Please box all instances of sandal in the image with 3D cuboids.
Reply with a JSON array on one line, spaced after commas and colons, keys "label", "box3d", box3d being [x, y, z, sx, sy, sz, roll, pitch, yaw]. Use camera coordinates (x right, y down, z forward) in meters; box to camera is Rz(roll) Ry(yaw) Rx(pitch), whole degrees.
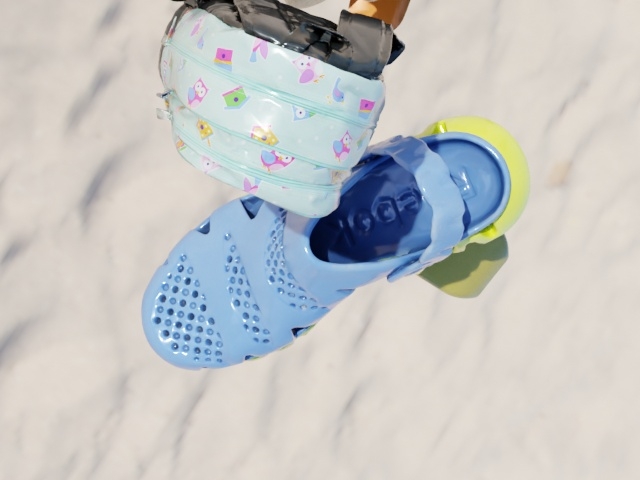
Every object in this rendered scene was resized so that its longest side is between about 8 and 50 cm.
[{"label": "sandal", "box3d": [0.000, 0.000, 1.433, 0.317, 0.126, 0.138, -30, 178, 12]}]

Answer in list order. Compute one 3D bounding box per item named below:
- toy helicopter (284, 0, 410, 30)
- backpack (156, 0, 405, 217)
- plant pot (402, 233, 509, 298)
[{"label": "toy helicopter", "box3d": [0.102, -0.291, 1.443, 0.355, 0.140, 0.235, -39, 166, -13]}, {"label": "backpack", "box3d": [-0.024, -0.085, 1.132, 0.152, 0.182, 0.115, 13, 101, -11]}, {"label": "plant pot", "box3d": [0.111, 0.003, 1.638, 0.081, 0.081, 0.083, -51, 127, 0]}]
